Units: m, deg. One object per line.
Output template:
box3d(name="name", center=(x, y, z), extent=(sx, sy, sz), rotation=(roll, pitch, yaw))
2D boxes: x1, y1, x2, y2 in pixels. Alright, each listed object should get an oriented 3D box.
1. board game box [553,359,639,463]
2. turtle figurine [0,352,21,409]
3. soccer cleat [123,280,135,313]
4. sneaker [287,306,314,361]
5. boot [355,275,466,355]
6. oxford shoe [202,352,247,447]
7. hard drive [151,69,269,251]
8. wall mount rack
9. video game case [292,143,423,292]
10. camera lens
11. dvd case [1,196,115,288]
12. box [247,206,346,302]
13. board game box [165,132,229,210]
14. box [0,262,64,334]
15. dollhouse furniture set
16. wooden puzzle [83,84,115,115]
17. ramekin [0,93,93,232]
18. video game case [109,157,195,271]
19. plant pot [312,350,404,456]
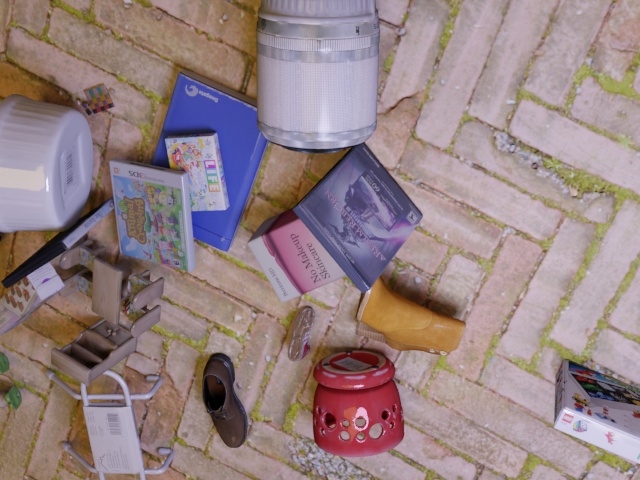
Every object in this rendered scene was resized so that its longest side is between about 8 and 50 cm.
box3d(name="board game box", center=(0.597, 0.347, 1.780), extent=(0.305, 0.193, 0.053), rotation=(22, 115, 6))
box3d(name="turtle figurine", center=(-0.859, 0.372, 2.171), extent=(0.266, 0.198, 0.275), rotation=(-20, 148, 4))
box3d(name="soccer cleat", center=(-0.417, 0.126, 2.064), extent=(0.035, 0.029, 0.083), rotation=(6, 114, 1))
box3d(name="sneaker", center=(-0.038, 0.200, 1.986), extent=(0.042, 0.067, 0.118), rotation=(18, 85, 10))
box3d(name="boot", center=(0.177, 0.141, 1.805), extent=(0.211, 0.104, 0.295), rotation=(11, 156, 6))
box3d(name="oxford shoe", center=(-0.222, 0.373, 2.072), extent=(0.082, 0.096, 0.227), rotation=(-8, 110, 16))
box3d(name="hard drive", center=(-0.231, -0.157, 1.890), extent=(0.210, 0.040, 0.319), rotation=(25, 116, 5))
box3d(name="wall mount rack", center=(-0.503, 0.424, 2.159), extent=(0.304, 0.130, 0.350), rotation=(-1, 111, 12))
box3d(name="video game case", center=(0.076, -0.051, 1.721), extent=(0.026, 0.274, 0.196), rotation=(-34, 100, 38))
box3d(name="camera lens", center=(-0.006, -0.306, 1.668), extent=(0.219, 0.219, 0.274), rotation=(6, 113, 13))
box3d(name="dvd case", center=(-0.527, -0.001, 1.916), extent=(0.180, 0.253, 0.022), rotation=(-30, 104, 24))
box3d(name="box", center=(0.000, 0.000, 1.842), extent=(0.232, 0.127, 0.149), rotation=(-25, 104, 22))
box3d(name="board game box", center=(-0.245, -0.135, 1.864), extent=(0.103, 0.026, 0.154), rotation=(-2, 111, 16))
box3d(name="box", center=(-0.649, 0.133, 2.032), extent=(0.324, 0.067, 0.063), rotation=(-30, 92, 49))
box3d(name="dollhouse furniture set", center=(-0.474, 0.158, 1.988), extent=(0.212, 0.161, 0.242), rotation=(26, 125, 22))
box3d(name="wooden puzzle", center=(-0.454, -0.289, 1.917), extent=(0.083, 0.006, 0.049), rotation=(-14, 107, 20))
box3d(name="ramekin", center=(-0.554, -0.146, 1.862), extent=(0.135, 0.277, 0.277), rotation=(7, 113, 4))
box3d(name="video game case", center=(-0.345, -0.053, 1.916), extent=(0.193, 0.023, 0.212), rotation=(13, 118, 29))
box3d(name="plant pot", center=(0.076, 0.327, 1.925), extent=(0.191, 0.191, 0.174), rotation=(1, 103, 15))
